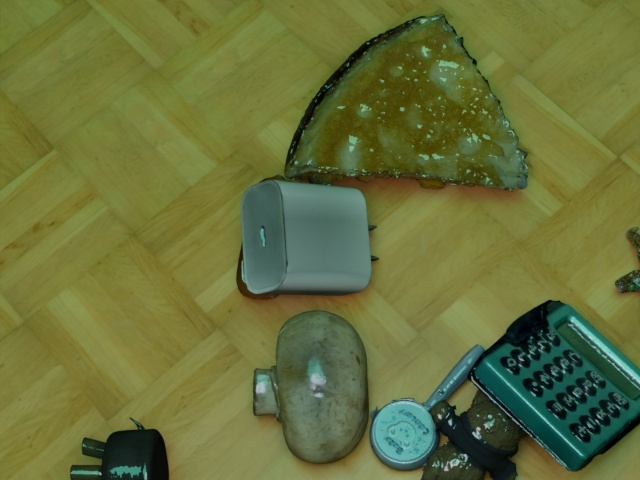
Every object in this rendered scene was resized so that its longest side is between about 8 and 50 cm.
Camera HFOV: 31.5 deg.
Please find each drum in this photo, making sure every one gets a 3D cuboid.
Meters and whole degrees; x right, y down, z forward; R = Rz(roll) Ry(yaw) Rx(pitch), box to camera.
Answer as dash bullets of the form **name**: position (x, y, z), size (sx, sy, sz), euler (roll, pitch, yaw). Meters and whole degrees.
- **drum**: position (0.197, 0.287, 1.884), size (0.253, 0.049, 0.130), euler (-31, 67, -8)

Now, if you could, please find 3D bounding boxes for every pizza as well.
- **pizza**: position (0.160, -0.258, 2.099), size (0.435, 0.080, 0.391), euler (4, 63, -3)

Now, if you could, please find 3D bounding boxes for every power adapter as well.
- **power adapter**: position (0.000, 0.000, 1.948), size (0.255, 0.124, 0.186), euler (4, 78, -38)

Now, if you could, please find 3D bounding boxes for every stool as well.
- **stool**: position (-0.318, 0.407, 1.822), size (0.139, 0.153, 0.227), euler (-4, 66, 3)

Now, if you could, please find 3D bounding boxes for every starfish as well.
- **starfish**: position (0.575, 0.068, 1.957), size (0.150, 0.053, 0.209), euler (-11, 61, -13)

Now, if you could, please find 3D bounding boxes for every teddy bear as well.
- **teddy bear**: position (0.262, 0.306, 1.815), size (0.182, 0.129, 0.251), euler (38, 75, 4)

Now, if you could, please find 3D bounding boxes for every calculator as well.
- **calculator**: position (0.397, 0.223, 1.826), size (0.274, 0.058, 0.248), euler (-25, 60, -41)

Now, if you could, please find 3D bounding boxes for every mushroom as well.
- **mushroom**: position (-0.019, 0.229, 1.855), size (0.195, 0.189, 0.253), euler (-2, 63, 2)

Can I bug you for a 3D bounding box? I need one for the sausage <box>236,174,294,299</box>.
- **sausage**: position (-0.089, -0.010, 2.019), size (0.098, 0.098, 0.238), euler (7, 66, 8)
